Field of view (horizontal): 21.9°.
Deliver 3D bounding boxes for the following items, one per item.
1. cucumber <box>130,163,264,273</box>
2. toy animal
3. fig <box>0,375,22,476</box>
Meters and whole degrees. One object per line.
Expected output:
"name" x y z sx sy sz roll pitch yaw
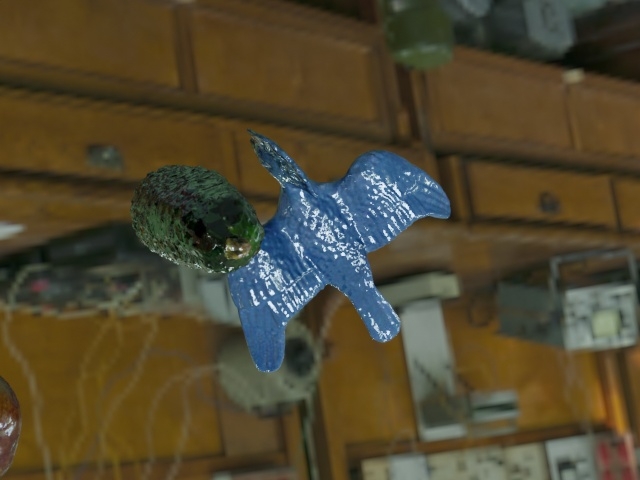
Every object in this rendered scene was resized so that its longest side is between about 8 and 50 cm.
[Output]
"cucumber" -0.083 -0.016 1.081 0.067 0.068 0.293 -7 -175 -12
"toy animal" 0.000 0.000 1.504 0.239 0.255 0.176 -40 -168 -1
"fig" -0.477 0.190 2.062 0.145 0.274 0.170 -6 131 -35
